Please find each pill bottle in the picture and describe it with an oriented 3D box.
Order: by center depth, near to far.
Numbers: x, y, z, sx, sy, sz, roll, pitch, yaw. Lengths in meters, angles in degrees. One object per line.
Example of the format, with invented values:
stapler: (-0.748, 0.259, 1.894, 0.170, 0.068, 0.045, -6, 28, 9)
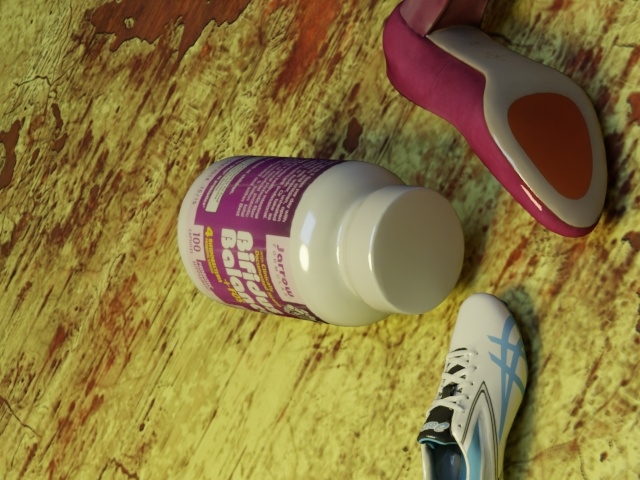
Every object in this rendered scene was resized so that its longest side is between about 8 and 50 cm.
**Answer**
pill bottle: (0.000, 0.000, 1.768, 0.301, 0.169, 0.169, 6, 76, 51)

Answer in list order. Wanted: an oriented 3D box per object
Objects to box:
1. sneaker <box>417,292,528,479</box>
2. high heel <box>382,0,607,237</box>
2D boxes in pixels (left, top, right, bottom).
sneaker: (0.135, 0.156, 1.599, 0.085, 0.086, 0.237, -15, 59, 46)
high heel: (0.168, -0.113, 1.719, 0.181, 0.127, 0.377, 111, 149, -46)
